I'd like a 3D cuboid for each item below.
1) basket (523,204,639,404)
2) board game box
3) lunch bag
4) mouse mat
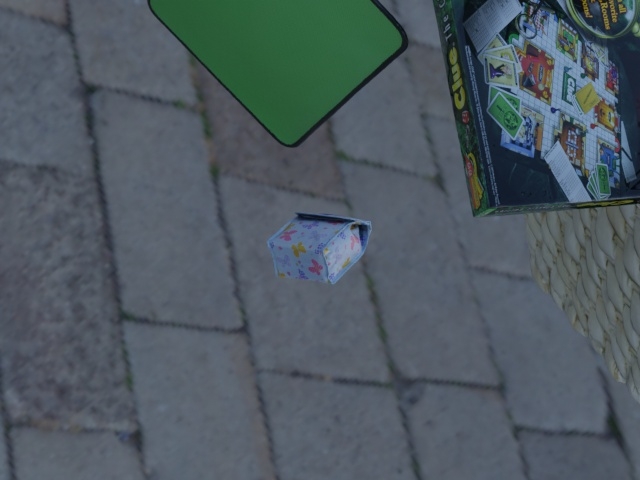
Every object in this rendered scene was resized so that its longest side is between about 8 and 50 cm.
[{"bbox_3d":[0.333,-0.031,1.149,0.328,0.266,0.331,56,-11,42],"label":"basket"},{"bbox_3d":[0.136,-0.145,0.903,0.136,0.030,0.259,-5,76,-17],"label":"board game box"},{"bbox_3d":[0.000,0.000,1.413,0.083,0.071,0.053,-41,128,-43],"label":"lunch bag"},{"bbox_3d":[-0.034,-0.146,0.967,0.152,0.190,0.007,46,57,-5],"label":"mouse mat"}]
